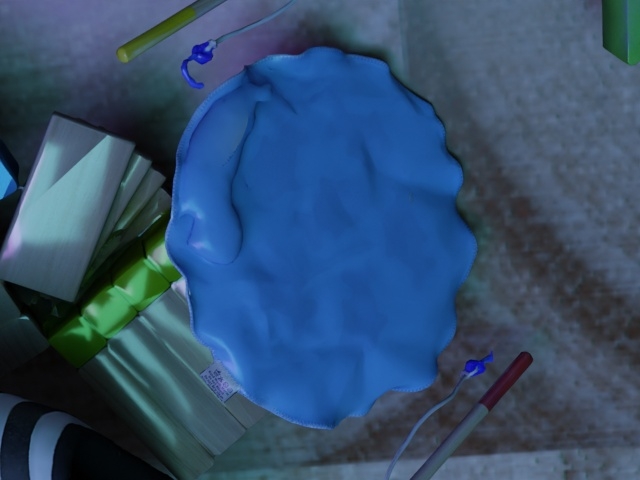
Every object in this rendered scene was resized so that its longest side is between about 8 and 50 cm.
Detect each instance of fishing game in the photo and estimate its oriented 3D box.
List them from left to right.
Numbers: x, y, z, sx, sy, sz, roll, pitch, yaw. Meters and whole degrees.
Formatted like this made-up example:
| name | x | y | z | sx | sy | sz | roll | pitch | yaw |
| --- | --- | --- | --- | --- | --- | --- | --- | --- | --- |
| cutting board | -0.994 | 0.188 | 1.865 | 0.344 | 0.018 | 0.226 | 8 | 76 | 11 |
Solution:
| name | x | y | z | sx | sy | sz | roll | pitch | yaw |
| --- | --- | --- | --- | --- | --- | --- | --- | --- | --- |
| fishing game | 0.000 | 0.000 | 0.696 | 0.041 | 0.189 | 0.264 | -8 | 119 | 49 |

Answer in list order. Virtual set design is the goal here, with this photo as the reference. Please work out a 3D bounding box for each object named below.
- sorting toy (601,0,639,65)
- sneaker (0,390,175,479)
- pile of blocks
| name | x | y | z | sx | sy | sz | roll | pitch | yaw |
| --- | --- | --- | --- | --- | --- | --- | --- | --- | --- |
| sorting toy | 0.181 | -0.227 | 0.611 | 0.196 | 0.047 | 0.348 | -11 | 113 | -7 |
| sneaker | -0.208 | 0.219 | 0.732 | 0.257 | 0.169 | 0.447 | 17 | 137 | -6 |
| pile of blocks | -0.169 | -0.012 | 0.722 | 0.362 | 0.112 | 0.149 | 23 | 101 | -16 |
